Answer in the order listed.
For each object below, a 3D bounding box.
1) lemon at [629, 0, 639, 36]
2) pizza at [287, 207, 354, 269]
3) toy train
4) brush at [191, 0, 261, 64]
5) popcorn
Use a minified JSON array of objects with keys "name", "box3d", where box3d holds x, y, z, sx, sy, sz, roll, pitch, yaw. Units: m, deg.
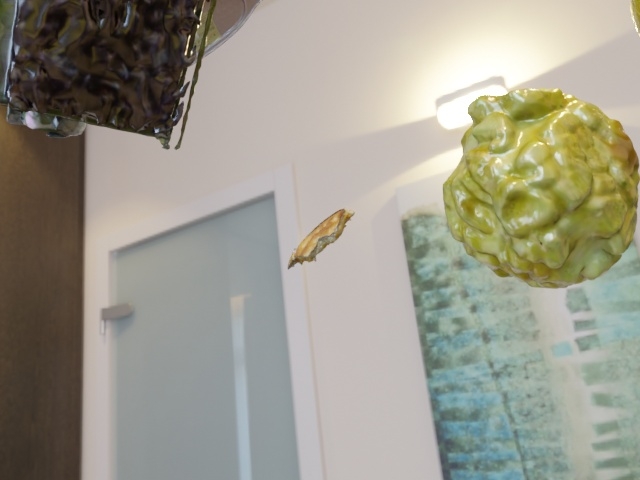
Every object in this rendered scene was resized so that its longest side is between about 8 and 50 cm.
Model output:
[{"name":"lemon","box3d":[0.440,-0.282,0.689,0.174,0.173,0.206,-2,-15,-13]},{"name":"pizza","box3d":[0.000,0.000,0.589,0.083,0.037,0.016,-43,-67,12]},{"name":"toy train","box3d":[-0.147,-0.182,0.396,0.134,0.260,0.177,8,19,-32]},{"name":"brush","box3d":[-0.103,-0.306,0.778,0.313,0.067,0.072,-34,-45,-5]},{"name":"popcorn","box3d":[0.244,-0.063,0.693,0.217,0.235,0.181,-31,6,-27]}]
